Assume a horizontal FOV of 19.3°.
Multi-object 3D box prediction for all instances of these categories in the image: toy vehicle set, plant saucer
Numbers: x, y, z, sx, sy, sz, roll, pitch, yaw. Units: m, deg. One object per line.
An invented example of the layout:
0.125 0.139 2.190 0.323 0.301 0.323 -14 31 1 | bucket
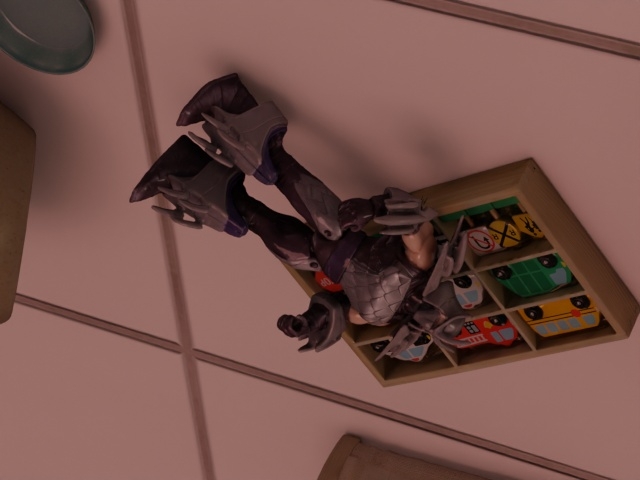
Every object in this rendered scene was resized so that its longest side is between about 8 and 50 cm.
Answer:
0.107 0.032 1.535 0.267 0.035 0.166 -16 122 43 | toy vehicle set
-0.231 -0.187 1.529 0.119 0.021 0.119 19 141 16 | plant saucer

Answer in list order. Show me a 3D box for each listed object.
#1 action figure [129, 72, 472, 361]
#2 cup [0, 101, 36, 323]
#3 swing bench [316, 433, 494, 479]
0.000 0.000 1.474 0.285 0.099 0.185 36 126 7 | action figure
-0.371 -0.029 1.604 0.237 0.331 0.331 7 144 -12 | cup
0.117 0.343 1.767 0.253 0.165 0.255 13 138 23 | swing bench
